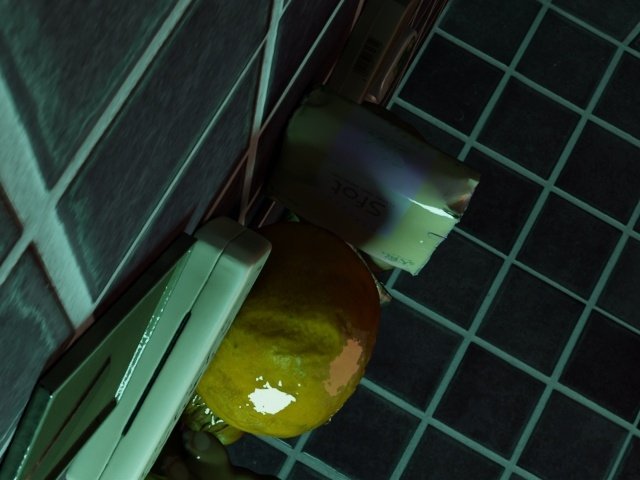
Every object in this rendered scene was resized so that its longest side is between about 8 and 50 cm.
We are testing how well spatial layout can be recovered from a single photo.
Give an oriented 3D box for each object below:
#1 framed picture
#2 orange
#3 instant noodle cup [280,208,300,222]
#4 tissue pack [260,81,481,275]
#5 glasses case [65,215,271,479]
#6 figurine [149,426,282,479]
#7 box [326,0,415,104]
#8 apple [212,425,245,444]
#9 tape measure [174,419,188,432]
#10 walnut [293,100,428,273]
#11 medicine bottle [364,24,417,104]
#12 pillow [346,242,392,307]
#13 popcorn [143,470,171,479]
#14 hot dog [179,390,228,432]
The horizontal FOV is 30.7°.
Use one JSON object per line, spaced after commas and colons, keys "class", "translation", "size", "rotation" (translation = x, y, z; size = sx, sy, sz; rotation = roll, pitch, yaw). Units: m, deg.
{"class": "framed picture", "translation": [-0.218, 0.144, 1.077], "size": [0.240, 0.020, 0.324], "rotation": [-61, 177, 27]}
{"class": "orange", "translation": [-0.052, 0.111, 1.502], "size": [0.284, 0.226, 0.284], "rotation": [-50, -153, 38]}
{"class": "instant noodle cup", "translation": [0.000, 0.000, 2.246], "size": [0.232, 0.207, 0.207], "rotation": [-53, 176, -12]}
{"class": "tissue pack", "translation": [0.066, -0.082, 1.583], "size": [0.123, 0.257, 0.215], "rotation": [-63, 180, -27]}
{"class": "glasses case", "translation": [-0.171, 0.136, 1.331], "size": [0.336, 0.076, 0.144], "rotation": [-61, 178, 11]}
{"class": "figurine", "translation": [-0.207, 0.397, 1.815], "size": [0.173, 0.247, 0.177], "rotation": [-34, -144, 39]}
{"class": "box", "translation": [0.082, -0.300, 1.716], "size": [0.141, 0.058, 0.201], "rotation": [-58, 176, -49]}
{"class": "apple", "translation": [-0.195, 0.288, 2.173], "size": [0.195, 0.160, 0.173], "rotation": [128, -28, -59]}
{"class": "tape measure", "translation": [-0.229, 0.273, 1.936], "size": [0.125, 0.074, 0.118], "rotation": [-66, 174, 16]}
{"class": "walnut", "translation": [0.078, -0.083, 1.836], "size": [0.227, 0.273, 0.273], "rotation": [-37, -176, 13]}
{"class": "medicine bottle", "translation": [0.097, -0.295, 2.039], "size": [0.183, 0.069, 0.119], "rotation": [-59, 180, -7]}
{"class": "pillow", "translation": [-0.021, 0.072, 1.765], "size": [0.212, 0.208, 0.052], "rotation": [55, 18, -46]}
{"class": "popcorn", "translation": [-0.263, 0.419, 1.626], "size": [0.198, 0.198, 0.212], "rotation": [-59, -175, -24]}
{"class": "hot dog", "translation": [-0.165, 0.186, 1.799], "size": [0.259, 0.114, 0.175], "rotation": [-95, -152, -74]}
